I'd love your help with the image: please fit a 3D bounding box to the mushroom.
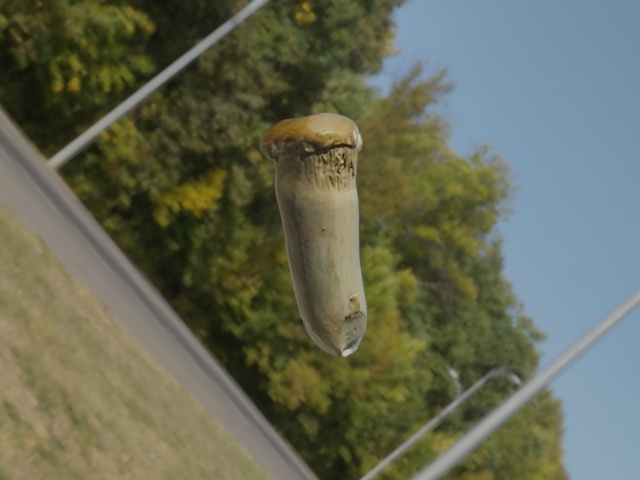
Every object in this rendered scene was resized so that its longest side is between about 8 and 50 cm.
[{"bbox_3d":[0.000,0.000,0.941,0.084,0.071,0.209,7,-66,31],"label":"mushroom"}]
